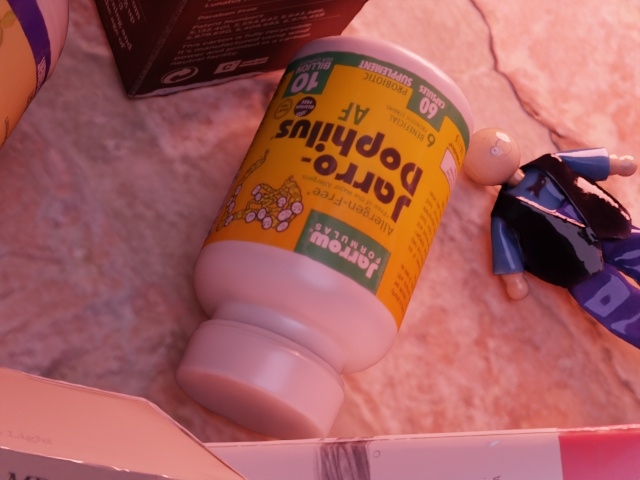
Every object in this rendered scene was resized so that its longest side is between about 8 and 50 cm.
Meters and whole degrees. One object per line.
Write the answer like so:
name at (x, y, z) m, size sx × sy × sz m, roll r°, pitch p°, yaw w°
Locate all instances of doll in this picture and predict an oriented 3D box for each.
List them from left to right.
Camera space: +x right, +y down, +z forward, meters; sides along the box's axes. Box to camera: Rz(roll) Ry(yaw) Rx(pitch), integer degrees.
doll at (0.168, -0.006, 0.793) m, size 0.189 × 0.046 × 0.129 m, roll 38°, pitch 74°, yaw 2°

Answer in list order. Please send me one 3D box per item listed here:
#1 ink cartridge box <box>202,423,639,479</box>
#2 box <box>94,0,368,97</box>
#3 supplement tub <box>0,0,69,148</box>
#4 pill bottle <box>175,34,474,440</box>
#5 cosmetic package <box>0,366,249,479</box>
ink cartridge box at (0.037, 0.199, 0.588) m, size 0.283 × 0.117 × 0.207 m, roll -3°, pitch 73°, yaw 3°
box at (-0.021, -0.240, 0.611) m, size 0.143 × 0.381 × 0.191 m, roll -15°, pitch 79°, yaw -24°
supplement tub at (-0.284, -0.036, 0.528) m, size 0.241 × 0.241 × 0.331 m, roll 31°, pitch 66°, yaw -9°
pill bottle at (0.000, 0.000, 0.689) m, size 0.117 × 0.117 × 0.208 m, roll 28°, pitch 66°, yaw -10°
cosmetic package at (-0.159, 0.204, 0.464) m, size 0.160 × 0.113 × 0.309 m, roll 17°, pitch 94°, yaw -34°
